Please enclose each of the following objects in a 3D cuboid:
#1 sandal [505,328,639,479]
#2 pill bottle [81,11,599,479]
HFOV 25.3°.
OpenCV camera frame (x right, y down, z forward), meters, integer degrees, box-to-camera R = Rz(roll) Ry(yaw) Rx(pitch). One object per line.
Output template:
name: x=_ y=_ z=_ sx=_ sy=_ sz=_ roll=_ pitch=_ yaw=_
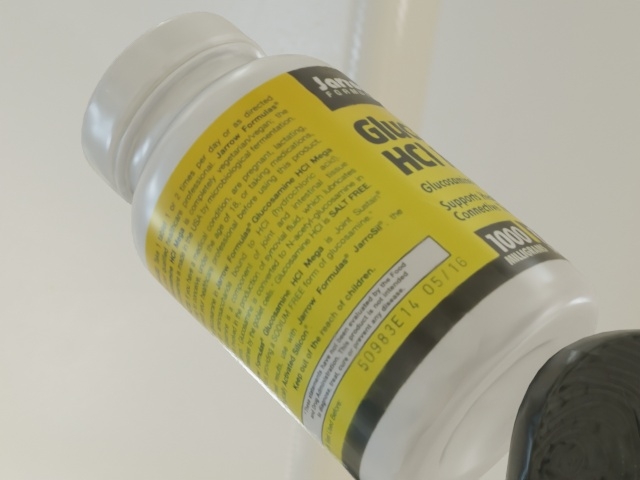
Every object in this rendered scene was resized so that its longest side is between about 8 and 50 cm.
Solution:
sandal: x=0.216 y=0.236 z=0.571 sx=0.446 sy=0.167 sz=0.107 roll=66 pitch=-17 yaw=-4
pill bottle: x=0.000 y=0.000 z=0.926 sx=0.334 sy=0.188 sz=0.188 roll=42 pitch=-57 yaw=24
